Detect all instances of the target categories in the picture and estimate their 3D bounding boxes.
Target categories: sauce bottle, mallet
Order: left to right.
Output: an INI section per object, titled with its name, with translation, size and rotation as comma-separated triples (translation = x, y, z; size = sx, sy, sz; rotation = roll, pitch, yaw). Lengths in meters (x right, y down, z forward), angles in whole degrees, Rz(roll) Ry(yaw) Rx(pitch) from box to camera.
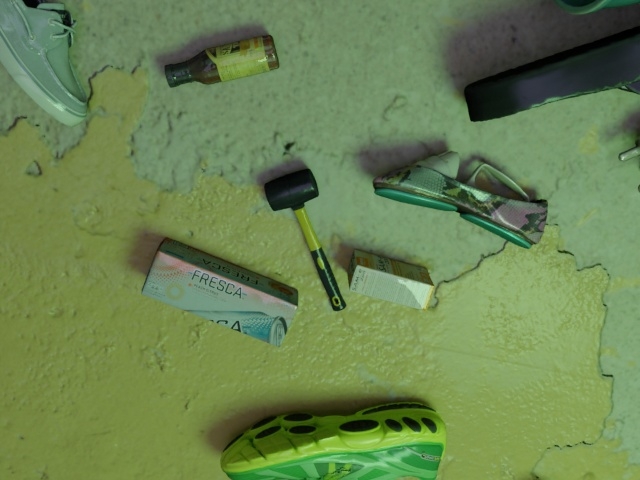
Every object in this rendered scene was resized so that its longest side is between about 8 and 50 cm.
[sauce bottle]
translation = -0.112, -0.200, 0.896
size = 0.128, 0.042, 0.042
rotation = -13, 107, 1
[mallet]
translation = 0.000, 0.000, 0.967
size = 0.062, 0.039, 0.190
rotation = -26, 110, 10

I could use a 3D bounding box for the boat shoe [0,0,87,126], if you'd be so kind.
[boat shoe]
translation = -0.314, -0.235, 0.861
size = 0.081, 0.079, 0.227
rotation = -29, 102, 12

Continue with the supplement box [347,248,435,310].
[supplement box]
translation = 0.084, 0.047, 0.966
size = 0.098, 0.062, 0.036
rotation = 15, 107, -6

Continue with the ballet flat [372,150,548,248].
[ballet flat]
translation = 0.170, -0.058, 0.937
size = 0.221, 0.077, 0.079
rotation = 19, 88, -12

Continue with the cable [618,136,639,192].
[cable]
translation = 0.491, -0.134, 0.910
size = 0.287, 0.072, 0.139
rotation = -39, 100, 11

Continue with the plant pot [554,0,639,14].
[plant pot]
translation = 0.371, -0.358, 0.751
size = 0.255, 0.272, 0.272
rotation = -3, 107, -7

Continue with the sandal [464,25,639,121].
[sandal]
translation = 0.383, -0.184, 0.852
size = 0.445, 0.167, 0.107
rotation = -15, 101, 13

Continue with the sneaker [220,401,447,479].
[sneaker]
translation = 0.018, 0.287, 1.015
size = 0.295, 0.109, 0.124
rotation = -5, 103, 0

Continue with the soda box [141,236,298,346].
[soda box]
translation = -0.121, 0.063, 0.969
size = 0.183, 0.058, 0.063
rotation = 22, 105, -7
